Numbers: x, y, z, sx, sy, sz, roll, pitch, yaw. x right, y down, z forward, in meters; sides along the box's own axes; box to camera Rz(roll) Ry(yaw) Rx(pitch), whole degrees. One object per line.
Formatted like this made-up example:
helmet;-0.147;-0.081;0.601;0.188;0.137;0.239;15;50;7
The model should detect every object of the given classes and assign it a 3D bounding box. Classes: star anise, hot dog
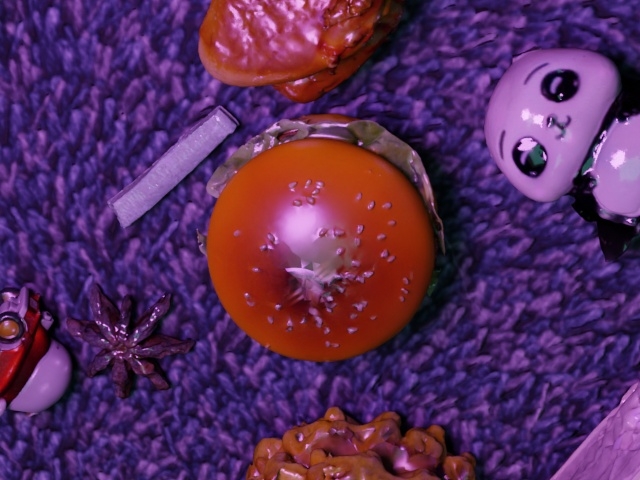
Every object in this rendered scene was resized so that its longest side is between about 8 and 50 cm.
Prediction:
star anise;-0.204;0.112;1.450;0.141;0.042;0.141;4;113;9
hot dog;0.005;-0.238;1.225;0.153;0.150;0.257;29;113;7

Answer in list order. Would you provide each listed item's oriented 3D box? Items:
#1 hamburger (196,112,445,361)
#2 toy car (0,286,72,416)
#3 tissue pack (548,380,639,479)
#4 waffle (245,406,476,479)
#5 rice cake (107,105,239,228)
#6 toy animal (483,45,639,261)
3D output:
hamburger;-0.001;0.001;1.305;0.246;0.170;0.246;3;114;7
toy car;-0.315;0.129;1.449;0.112;0.112;0.139;31;104;-20
tissue pack;0.381;0.367;1.366;0.380;0.207;0.297;34;112;-5
waffle;0.021;0.334;1.449;0.261;0.151;0.324;23;112;-4
rice cake;-0.151;-0.073;1.376;0.170;0.029;0.033;-39;107;22
toy animal;0.233;-0.087;1.249;0.179;0.138;0.166;27;97;-7
